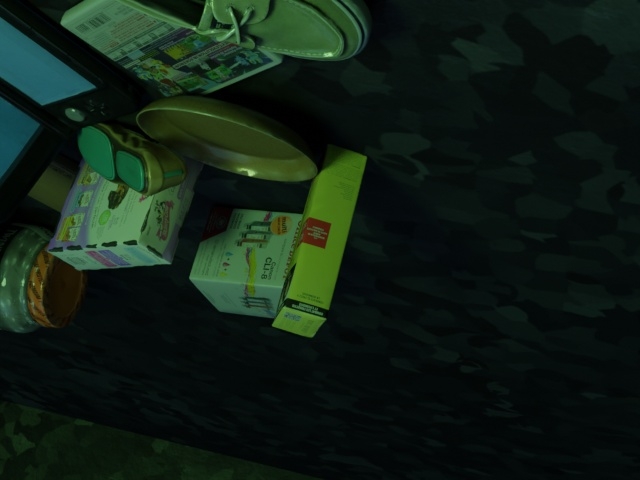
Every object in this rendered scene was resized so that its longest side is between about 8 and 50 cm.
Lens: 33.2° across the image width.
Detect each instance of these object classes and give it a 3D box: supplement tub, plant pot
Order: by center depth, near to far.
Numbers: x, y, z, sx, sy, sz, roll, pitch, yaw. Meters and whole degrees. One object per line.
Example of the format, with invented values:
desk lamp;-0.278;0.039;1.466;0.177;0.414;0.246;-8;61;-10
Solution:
plant pot;-0.114;-0.130;1.350;0.236;0.032;0.236;14;168;3
supplement tub;-0.586;0.057;1.898;0.315;0.194;0.194;7;155;17

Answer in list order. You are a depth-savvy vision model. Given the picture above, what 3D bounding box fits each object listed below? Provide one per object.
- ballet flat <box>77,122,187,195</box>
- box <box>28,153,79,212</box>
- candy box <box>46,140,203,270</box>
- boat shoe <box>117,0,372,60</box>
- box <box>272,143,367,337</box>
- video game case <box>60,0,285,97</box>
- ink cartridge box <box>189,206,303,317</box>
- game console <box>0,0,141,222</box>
ballet flat;-0.251;-0.110;1.434;0.073;0.080;0.232;-13;-153;-31
box;-0.399;-0.081;1.692;0.201;0.021;0.164;30;152;-31
candy box;-0.275;-0.047;1.512;0.196;0.165;0.070;-4;150;39
boat shoe;-0.097;-0.236;1.054;0.302;0.094;0.109;19;140;-6
box;0.000;0.000;1.362;0.058;0.232;0.087;18;157;-6
video game case;-0.169;-0.232;1.221;0.183;0.023;0.201;33;150;-34
ink cartridge box;-0.081;0.037;1.622;0.176;0.128;0.127;5;154;21
game console;-0.419;-0.167;1.331;0.250;0.173;0.293;-7;148;42
